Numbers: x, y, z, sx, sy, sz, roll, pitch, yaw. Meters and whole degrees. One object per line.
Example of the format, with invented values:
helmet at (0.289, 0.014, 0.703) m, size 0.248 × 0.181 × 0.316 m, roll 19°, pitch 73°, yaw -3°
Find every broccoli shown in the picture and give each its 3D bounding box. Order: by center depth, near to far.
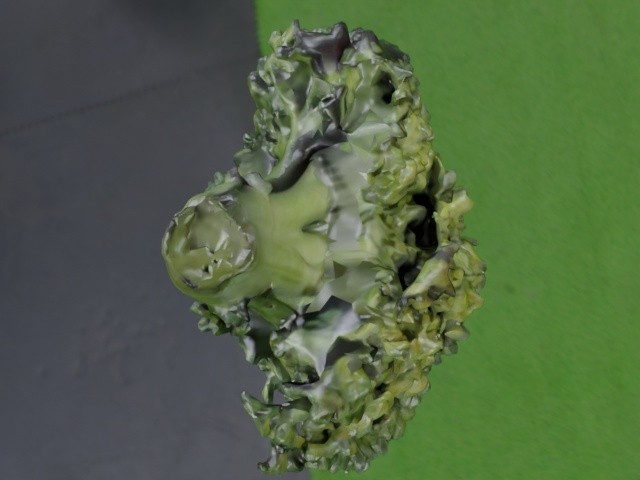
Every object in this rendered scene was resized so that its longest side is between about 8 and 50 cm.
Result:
broccoli at (0.000, 0.000, 0.434) m, size 0.095 × 0.092 × 0.097 m, roll 46°, pitch 107°, yaw 27°
